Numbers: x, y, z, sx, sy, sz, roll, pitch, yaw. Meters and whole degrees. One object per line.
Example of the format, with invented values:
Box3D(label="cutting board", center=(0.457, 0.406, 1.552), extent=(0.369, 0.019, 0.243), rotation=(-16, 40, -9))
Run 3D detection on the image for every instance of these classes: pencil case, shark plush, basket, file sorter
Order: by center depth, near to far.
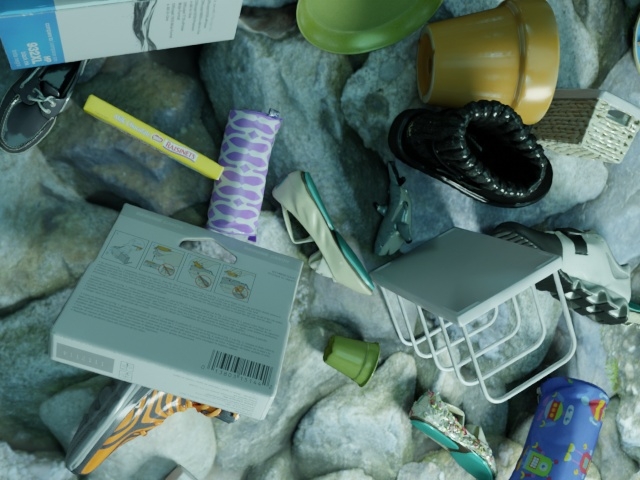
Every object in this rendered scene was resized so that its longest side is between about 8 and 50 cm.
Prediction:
Box3D(label="pencil case", center=(-0.118, -0.105, 1.031), extent=(0.088, 0.086, 0.206), rotation=(11, 95, -50))
Box3D(label="file sorter", center=(0.246, 0.113, 1.094), extent=(0.193, 0.277, 0.173), rotation=(-26, 109, -16))
Box3D(label="shark plush", center=(0.123, -0.054, 1.144), extent=(0.067, 0.073, 0.161), rotation=(-1, 103, 10))
Box3D(label="basket", center=(0.475, -0.207, 1.199), extent=(0.113, 0.167, 0.103), rotation=(18, 97, -22))
Box3D(label="pencil case", center=(0.440, 0.403, 1.257), extent=(0.119, 0.133, 0.306), rotation=(48, 63, -46))

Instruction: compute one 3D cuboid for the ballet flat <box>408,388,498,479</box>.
Box3D(label="ballet flat", center=(0.262, 0.363, 1.236), extent=(0.241, 0.091, 0.077), rotation=(44, 58, -24))

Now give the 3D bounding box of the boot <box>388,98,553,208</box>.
Box3D(label="boot", center=(0.302, -0.128, 1.087), extent=(0.348, 0.260, 0.131), rotation=(13, 93, -21))

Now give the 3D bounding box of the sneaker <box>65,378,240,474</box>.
Box3D(label="sneaker", center=(-0.224, 0.254, 1.011), extent=(0.180, 0.124, 0.321), rotation=(44, 81, -19))

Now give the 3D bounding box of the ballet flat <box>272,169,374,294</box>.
Box3D(label="ballet flat", center=(0.000, 0.000, 1.097), extent=(0.086, 0.086, 0.248), rotation=(-35, 106, -14))

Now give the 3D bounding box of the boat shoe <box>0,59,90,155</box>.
Box3D(label="boat shoe", center=(-0.387, -0.211, 0.920), extent=(0.075, 0.065, 0.206), rotation=(35, 84, -21))

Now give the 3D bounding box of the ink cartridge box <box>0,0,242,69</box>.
Box3D(label="ink cartridge box", center=(-0.278, -0.371, 0.871), extent=(0.307, 0.129, 0.223), rotation=(-14, 77, -18))

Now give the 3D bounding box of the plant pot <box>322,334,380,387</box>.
Box3D(label="plant pot", center=(0.049, 0.200, 1.138), extent=(0.079, 0.083, 0.083), rotation=(23, 88, -10))

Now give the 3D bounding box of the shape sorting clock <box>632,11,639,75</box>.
Box3D(label="shape sorting clock", center=(0.704, -0.393, 1.326), extent=(0.206, 0.040, 0.206), rotation=(-3, 98, -20))

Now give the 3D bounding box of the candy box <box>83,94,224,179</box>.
Box3D(label="candy box", center=(-0.243, -0.148, 0.962), extent=(0.206, 0.105, 0.027), rotation=(28, 86, -21))

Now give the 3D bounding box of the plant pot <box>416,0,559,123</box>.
Box3D(label="plant pot", center=(0.264, -0.294, 1.101), extent=(0.188, 0.205, 0.205), rotation=(-2, 98, -4))

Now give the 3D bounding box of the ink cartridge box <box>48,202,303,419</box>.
Box3D(label="ink cartridge box", center=(-0.189, 0.094, 0.947), extent=(0.296, 0.261, 0.066), rotation=(18, 132, -5))

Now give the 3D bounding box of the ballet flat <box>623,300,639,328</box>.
Box3D(label="ballet flat", center=(0.664, 0.159, 1.384), extent=(0.168, 0.057, 0.052), rotation=(17, 118, -18))

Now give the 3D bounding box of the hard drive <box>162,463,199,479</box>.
Box3D(label="hard drive", center=(-0.194, 0.571, 1.105), extent=(0.233, 0.047, 0.353), rotation=(-45, 109, -10))

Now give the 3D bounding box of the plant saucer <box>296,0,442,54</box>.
Box3D(label="plant saucer", center=(0.076, -0.378, 1.009), extent=(0.241, 0.241, 0.037), rotation=(-7, 67, -20))

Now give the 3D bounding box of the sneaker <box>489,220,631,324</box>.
Box3D(label="sneaker", center=(0.461, 0.026, 1.260), extent=(0.330, 0.122, 0.146), rotation=(30, 68, -21))
